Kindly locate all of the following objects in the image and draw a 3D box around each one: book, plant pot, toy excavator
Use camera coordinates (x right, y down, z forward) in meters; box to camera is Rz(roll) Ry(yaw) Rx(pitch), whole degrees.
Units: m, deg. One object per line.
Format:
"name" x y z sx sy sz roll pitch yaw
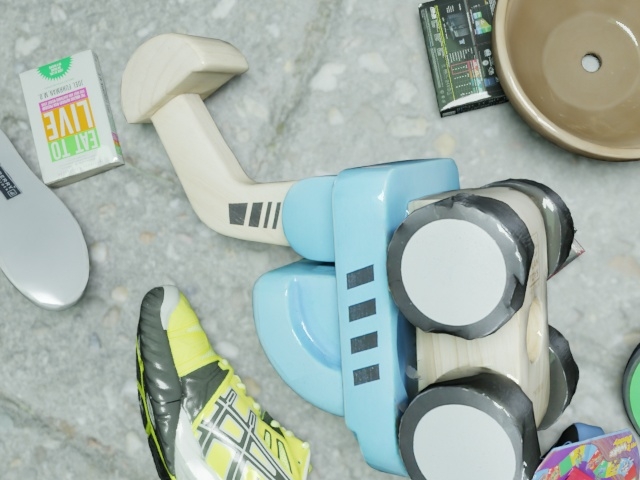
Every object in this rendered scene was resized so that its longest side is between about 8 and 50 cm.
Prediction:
"book" -0.301 -0.148 0.820 0.096 0.035 0.144 -18 83 7
"plant pot" 0.277 -0.187 0.650 0.237 0.110 0.238 0 86 2
"toy excavator" 0.000 0.000 0.661 0.444 0.222 0.434 0 100 29

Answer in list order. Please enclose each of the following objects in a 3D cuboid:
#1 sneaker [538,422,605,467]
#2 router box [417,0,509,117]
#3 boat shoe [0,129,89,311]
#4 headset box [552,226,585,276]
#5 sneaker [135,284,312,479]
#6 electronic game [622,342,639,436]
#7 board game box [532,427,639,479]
"sneaker" 0.202 0.280 0.667 0.090 0.081 0.233 21 93 5
"router box" 0.161 -0.202 0.719 0.092 0.038 0.123 -11 86 12
"boat shoe" -0.360 -0.021 0.794 0.096 0.088 0.267 -35 76 -29
"headset box" 0.226 0.009 0.699 0.083 0.032 0.062 -39 80 9
"sneaker" -0.098 0.223 0.720 0.147 0.145 0.385 -16 73 -23
"electronic game" 0.390 0.151 0.594 0.229 0.048 0.229 19 132 22
"board game box" 0.237 0.239 0.585 0.168 0.033 0.133 -1 104 -31
